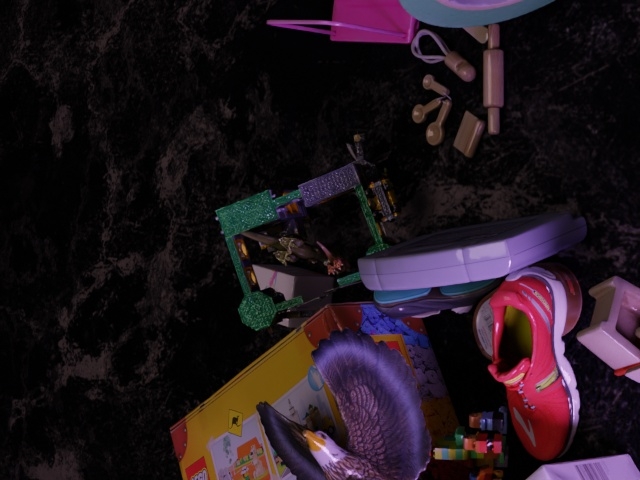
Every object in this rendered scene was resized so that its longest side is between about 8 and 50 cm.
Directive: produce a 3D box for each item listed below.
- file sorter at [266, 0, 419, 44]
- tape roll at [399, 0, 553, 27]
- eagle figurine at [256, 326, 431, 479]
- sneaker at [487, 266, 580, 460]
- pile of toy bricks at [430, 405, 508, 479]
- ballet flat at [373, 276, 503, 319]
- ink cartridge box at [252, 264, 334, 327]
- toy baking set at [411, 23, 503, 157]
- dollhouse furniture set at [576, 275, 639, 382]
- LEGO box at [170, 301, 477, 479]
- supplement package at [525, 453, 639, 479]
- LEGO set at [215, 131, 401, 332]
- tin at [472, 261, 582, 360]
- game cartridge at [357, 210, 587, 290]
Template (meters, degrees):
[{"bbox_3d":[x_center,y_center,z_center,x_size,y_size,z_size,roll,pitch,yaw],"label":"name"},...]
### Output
[{"bbox_3d":[0.038,-0.470,1.860,0.202,0.182,0.290,14,100,50],"label":"file sorter"},{"bbox_3d":[0.238,-0.396,1.496,0.321,0.321,0.077,-38,60,44],"label":"tape roll"},{"bbox_3d":[0.038,0.293,1.576,0.298,0.226,0.225,-104,7,-55],"label":"eagle figurine"},{"bbox_3d":[0.268,0.175,1.566,0.107,0.118,0.279,2,110,40],"label":"sneaker"},{"bbox_3d":[0.199,0.284,1.597,0.105,0.212,0.118,-1,100,11],"label":"pile of toy bricks"},{"bbox_3d":[0.180,0.080,1.744,0.203,0.074,0.074,-13,77,19],"label":"ballet flat"},{"bbox_3d":[-0.046,0.096,2.022,0.143,0.092,0.090,13,98,50],"label":"ink cartridge box"},{"bbox_3d":[0.202,-0.253,1.768,0.197,0.030,0.256,5,93,52],"label":"toy baking set"},{"bbox_3d":[0.432,0.076,1.346,0.259,0.135,0.262,-38,24,56],"label":"dollhouse furniture set"},{"bbox_3d":[-0.007,0.373,1.880,0.500,0.193,0.372,-40,59,43],"label":"LEGO box"},{"bbox_3d":[0.295,0.431,1.513,0.293,0.177,0.175,-53,50,36],"label":"supplement package"},{"bbox_3d":[0.000,0.000,1.896,0.331,0.192,0.255,-29,85,15],"label":"LEGO set"},{"bbox_3d":[0.287,0.104,1.648,0.190,0.040,0.106,-43,61,42],"label":"tin"},{"bbox_3d":[0.198,0.018,1.632,0.294,0.196,0.060,-9,94,52],"label":"game cartridge"}]
